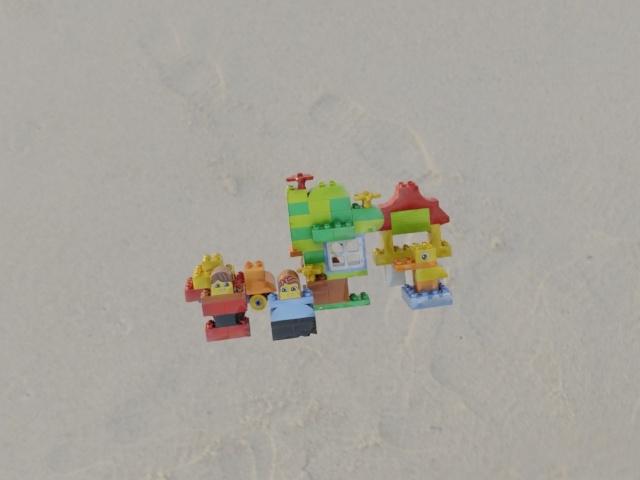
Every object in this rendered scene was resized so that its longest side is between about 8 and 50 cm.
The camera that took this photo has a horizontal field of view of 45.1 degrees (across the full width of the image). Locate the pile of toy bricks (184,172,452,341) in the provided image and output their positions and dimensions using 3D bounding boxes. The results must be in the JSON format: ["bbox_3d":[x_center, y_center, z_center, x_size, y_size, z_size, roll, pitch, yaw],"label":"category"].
[{"bbox_3d":[0.000,0.000,0.572,0.212,0.105,0.118,-7,13,-5],"label":"pile of toy bricks"}]
